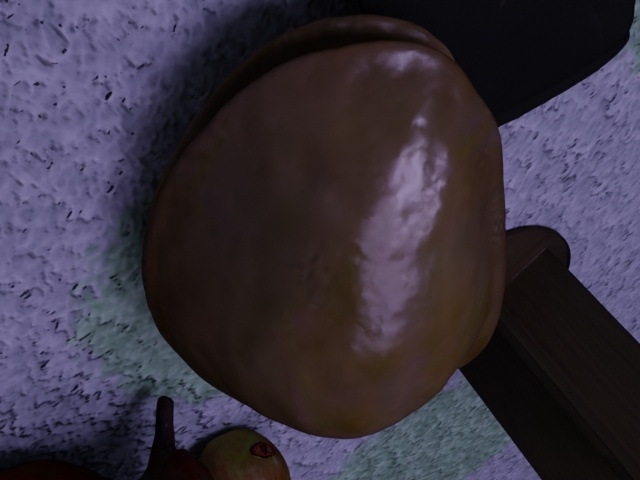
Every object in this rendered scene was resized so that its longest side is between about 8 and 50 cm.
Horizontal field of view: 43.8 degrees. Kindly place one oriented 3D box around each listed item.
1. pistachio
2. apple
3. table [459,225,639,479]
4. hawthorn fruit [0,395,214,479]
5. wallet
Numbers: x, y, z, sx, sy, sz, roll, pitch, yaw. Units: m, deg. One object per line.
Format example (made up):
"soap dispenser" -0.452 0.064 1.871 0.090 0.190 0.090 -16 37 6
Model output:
"pistachio" 0.000 0.000 0.456 0.213 0.162 0.260 -12 127 -6
"apple" -0.067 0.202 0.678 0.084 0.071 0.084 -19 145 -14
"table" 0.207 0.121 0.667 0.167 0.226 0.167 -19 138 -18
"hawthorn fruit" -0.181 0.308 0.537 0.325 0.308 0.308 -29 141 -20
"wallet" 0.099 -0.149 0.436 0.169 0.052 0.245 -30 152 1
